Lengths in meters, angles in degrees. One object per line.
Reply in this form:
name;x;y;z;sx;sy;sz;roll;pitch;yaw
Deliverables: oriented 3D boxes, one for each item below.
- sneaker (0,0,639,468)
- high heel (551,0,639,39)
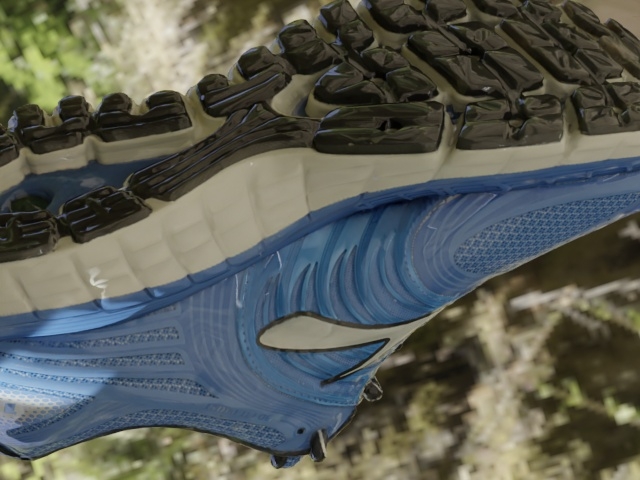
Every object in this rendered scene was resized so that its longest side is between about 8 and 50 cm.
sneaker;0.000;0.000;0.754;0.129;0.330;0.147;-114;12;-51
high heel;0.208;-0.074;1.170;0.127;0.377;0.181;-33;-74;-26
